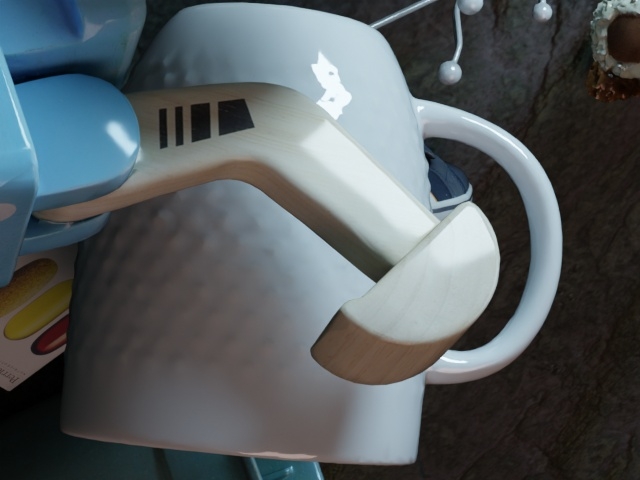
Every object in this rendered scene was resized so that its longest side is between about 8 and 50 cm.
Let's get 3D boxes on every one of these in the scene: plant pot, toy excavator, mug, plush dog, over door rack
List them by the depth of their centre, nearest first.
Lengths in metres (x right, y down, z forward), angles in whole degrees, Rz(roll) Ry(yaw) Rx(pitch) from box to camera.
[{"bbox_3d":[-0.149,-0.080,1.080,0.445,0.433,0.222,-15,161,-21],"label":"toy excavator"},{"bbox_3d":[0.000,0.000,1.303,0.374,0.328,0.276,5,176,-1],"label":"mug"},{"bbox_3d":[0.067,-0.221,1.397,0.324,0.108,0.239,-15,154,-13],"label":"over door rack"},{"bbox_3d":[0.378,-0.200,1.614,0.262,0.211,0.225,10,151,0],"label":"plush dog"},{"bbox_3d":[-0.186,0.271,1.703,0.334,0.341,0.341,-22,142,7],"label":"plant pot"}]

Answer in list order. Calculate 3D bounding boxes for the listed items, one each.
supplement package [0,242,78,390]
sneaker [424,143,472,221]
[{"bbox_3d":[-0.241,-0.004,1.488,0.244,0.134,0.139,-36,140,13],"label":"supplement package"},{"bbox_3d":[0.037,-0.077,1.563,0.321,0.126,0.127,-6,108,-50],"label":"sneaker"}]
